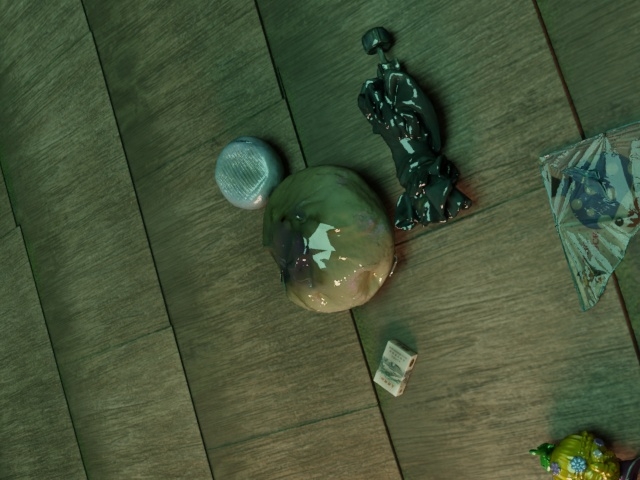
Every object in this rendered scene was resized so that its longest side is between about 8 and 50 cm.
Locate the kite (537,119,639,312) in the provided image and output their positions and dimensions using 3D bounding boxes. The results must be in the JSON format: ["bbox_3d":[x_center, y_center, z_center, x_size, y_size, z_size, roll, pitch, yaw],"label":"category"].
[{"bbox_3d":[0.434,-0.045,1.173,0.314,0.011,0.335,38,118,31],"label":"kite"}]

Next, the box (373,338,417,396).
[{"bbox_3d":[0.130,0.220,1.453,0.054,0.024,0.083,31,115,32],"label":"box"}]

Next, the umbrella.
[{"bbox_3d":[0.131,-0.185,1.358,0.143,0.094,0.349,-24,78,35],"label":"umbrella"}]

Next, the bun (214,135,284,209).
[{"bbox_3d":[-0.129,-0.129,1.591,0.140,0.083,0.141,2,94,30],"label":"bun"}]

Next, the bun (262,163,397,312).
[{"bbox_3d":[0.001,-0.005,1.443,0.272,0.168,0.273,10,103,47],"label":"bun"}]

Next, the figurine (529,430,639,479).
[{"bbox_3d":[0.372,0.320,1.204,0.156,0.115,0.095,13,76,44],"label":"figurine"}]

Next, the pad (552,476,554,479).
[{"bbox_3d":[0.429,0.412,1.238,0.187,0.006,0.113,11,101,37],"label":"pad"}]
